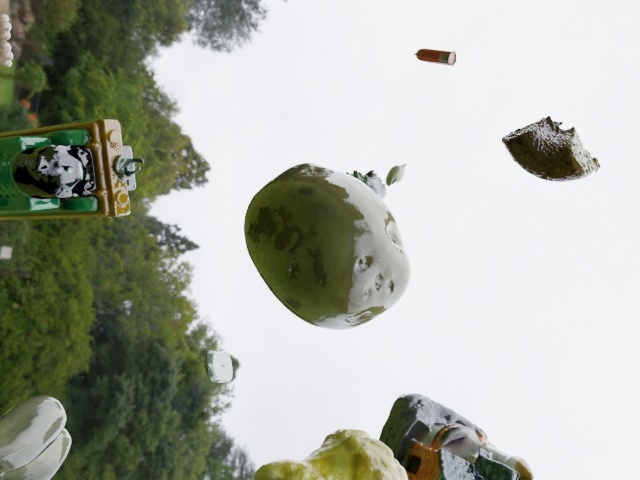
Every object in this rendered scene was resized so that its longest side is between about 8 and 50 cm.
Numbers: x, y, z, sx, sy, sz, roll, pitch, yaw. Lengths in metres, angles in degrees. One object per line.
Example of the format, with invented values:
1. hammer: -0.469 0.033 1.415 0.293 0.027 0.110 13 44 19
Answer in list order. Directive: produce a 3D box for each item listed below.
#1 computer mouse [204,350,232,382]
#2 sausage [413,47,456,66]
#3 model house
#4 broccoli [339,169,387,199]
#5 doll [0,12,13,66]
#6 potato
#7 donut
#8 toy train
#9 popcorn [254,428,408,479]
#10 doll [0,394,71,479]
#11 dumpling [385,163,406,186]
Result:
1. computer mouse: -0.187 0.222 0.901 0.110 0.032 0.056 58 20 -71
2. sausage: 0.355 -0.578 1.611 0.145 0.050 0.048 24 -76 39
3. model house: 0.297 0.449 1.014 0.190 0.271 0.301 -61 -164 -16
4. broccoli: 0.036 -0.039 1.331 0.317 0.277 0.338 48 -32 38
5. doll: -0.582 -0.307 0.738 0.119 0.278 0.154 14 -62 19
6. potato: 0.000 0.000 0.895 0.326 0.221 0.243 48 -55 35
7. donut: 0.514 -0.189 1.154 0.144 0.126 0.187 -35 -90 35
8. toy train: -0.514 -0.120 0.914 0.429 0.249 0.178 0 -81 26
9. popcorn: 0.005 0.332 0.604 0.226 0.203 0.200 -58 -166 4
10. doll: -0.405 0.140 0.304 0.252 0.382 0.379 -52 -174 33
11. dumpling: 0.211 -0.189 1.469 0.059 0.043 0.077 -151 -102 -70
